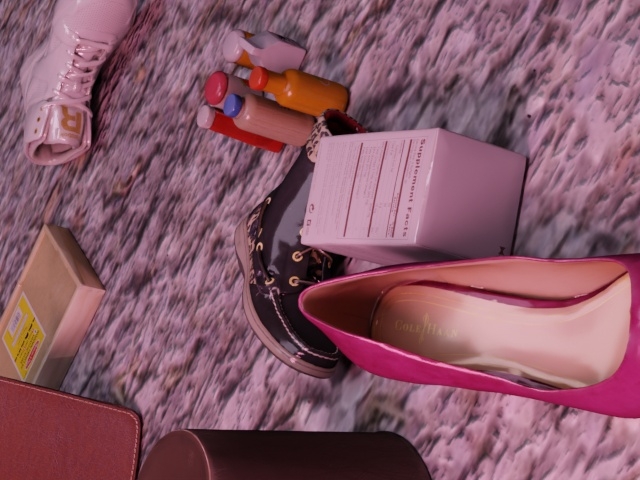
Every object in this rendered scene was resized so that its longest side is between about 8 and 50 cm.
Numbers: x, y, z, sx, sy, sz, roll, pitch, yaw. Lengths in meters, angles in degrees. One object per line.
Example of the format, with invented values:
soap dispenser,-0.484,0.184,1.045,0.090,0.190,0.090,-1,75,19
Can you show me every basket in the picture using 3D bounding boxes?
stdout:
basket,-0.033,0.243,1.383,0.154,0.227,0.204,-41,46,40

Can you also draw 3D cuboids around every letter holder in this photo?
letter holder,-0.331,0.331,1.858,0.152,0.214,0.301,106,177,-69

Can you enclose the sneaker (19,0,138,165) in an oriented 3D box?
sneaker,-0.307,-0.207,2.089,0.292,0.108,0.169,-46,44,51

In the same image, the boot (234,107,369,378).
boot,-0.002,-0.001,1.558,0.178,0.085,0.236,-55,33,27

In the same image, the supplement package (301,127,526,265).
supplement package,0.080,-0.035,1.439,0.179,0.105,0.105,1,78,55

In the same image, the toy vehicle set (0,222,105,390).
toy vehicle set,-0.370,0.130,2.094,0.267,0.035,0.166,-62,35,18

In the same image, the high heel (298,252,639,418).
high heel,0.151,0.063,1.226,0.377,0.181,0.127,-16,64,53

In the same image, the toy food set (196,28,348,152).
toy food set,-0.077,-0.165,1.722,0.232,0.104,0.111,45,114,53
